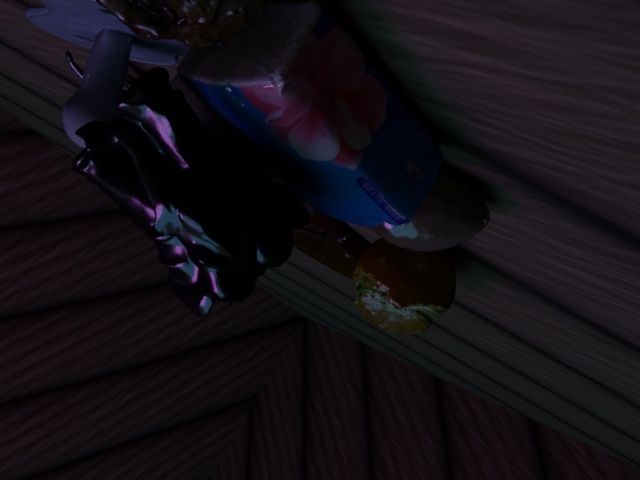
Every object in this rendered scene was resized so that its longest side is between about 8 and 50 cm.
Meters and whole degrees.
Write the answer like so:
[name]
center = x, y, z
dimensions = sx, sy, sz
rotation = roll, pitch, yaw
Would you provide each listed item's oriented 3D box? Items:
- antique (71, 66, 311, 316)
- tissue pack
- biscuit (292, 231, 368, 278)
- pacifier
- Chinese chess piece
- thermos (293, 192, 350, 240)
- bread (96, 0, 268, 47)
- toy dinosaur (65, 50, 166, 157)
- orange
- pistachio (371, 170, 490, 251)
[antique]
center = -0.148, -0.051, 0.812
dimensions = 0.255, 0.185, 0.322
rotation = 50, 179, -1
[tissue pack]
center = -0.012, -0.138, 0.775
dimensions = 0.209, 0.137, 0.270
rotation = 23, 167, 46
[biscuit]
center = 0.001, 0.000, 1.567
dimensions = 0.359, 0.046, 0.359
rotation = 29, 169, 6
[pacifier]
center = -0.260, -0.222, 0.859
dimensions = 0.239, 0.225, 0.287
rotation = 15, -179, -34
[Chinese chess piece]
center = -0.122, -0.163, 1.017
dimensions = 0.250, 0.101, 0.250
rotation = 28, 173, 4
[thermos]
center = -0.024, -0.070, 1.229
dimensions = 0.124, 0.098, 0.232
rotation = -30, 129, 33
[bread]
center = -0.155, -0.273, 0.616
dimensions = 0.230, 0.123, 0.230
rotation = 32, 168, 8
[toy dinosaur]
center = -0.260, -0.208, 1.278
dimensions = 0.331, 0.129, 0.383
rotation = 17, 165, 12
[orange]
center = 0.155, 0.074, 1.207
dimensions = 0.179, 0.158, 0.237
rotation = 21, 163, 14
[pistachio]
center = 0.131, -0.047, 0.889
dimensions = 0.185, 0.124, 0.124
rotation = 11, 162, 19
